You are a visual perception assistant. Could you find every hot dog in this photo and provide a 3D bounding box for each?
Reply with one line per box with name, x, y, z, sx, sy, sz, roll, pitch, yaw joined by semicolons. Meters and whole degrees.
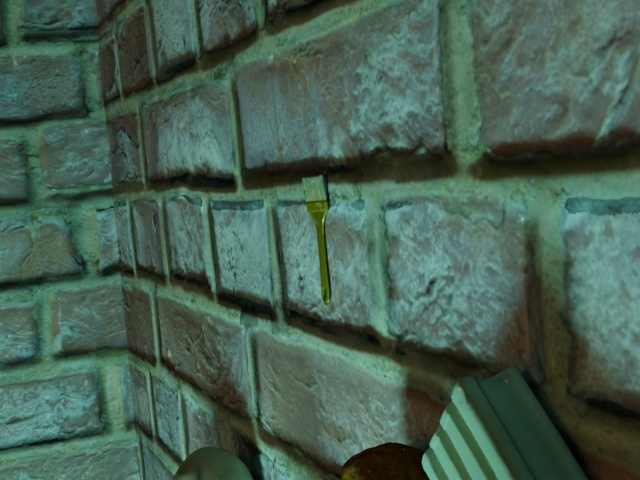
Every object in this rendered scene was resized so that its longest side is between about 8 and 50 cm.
hot dog;0.119;0.358;1.207;0.259;0.114;0.175;-132;36;-58

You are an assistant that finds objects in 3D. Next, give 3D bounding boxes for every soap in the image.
soap;0.209;0.283;0.993;0.160;0.087;0.265;105;149;-41

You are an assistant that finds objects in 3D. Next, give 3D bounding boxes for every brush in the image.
brush;0.000;0.000;1.526;0.083;0.011;0.205;180;83;-67

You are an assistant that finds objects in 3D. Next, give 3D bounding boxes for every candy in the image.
candy;-0.216;0.562;1.973;0.295;0.185;0.296;-31;54;54

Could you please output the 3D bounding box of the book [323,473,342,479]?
book;0.063;0.458;1.477;0.232;0.022;0.162;180;82;-67
